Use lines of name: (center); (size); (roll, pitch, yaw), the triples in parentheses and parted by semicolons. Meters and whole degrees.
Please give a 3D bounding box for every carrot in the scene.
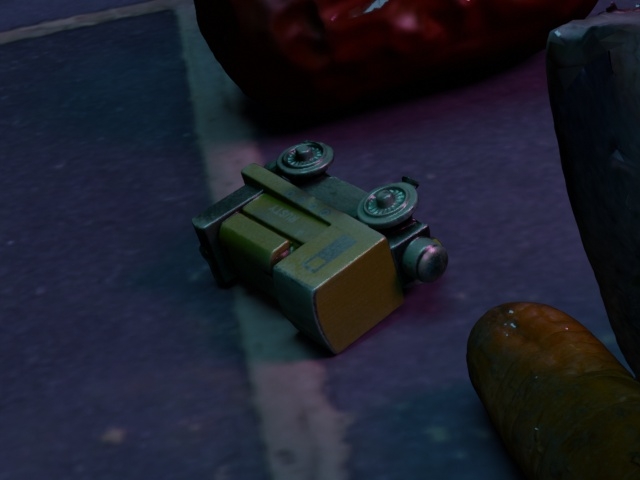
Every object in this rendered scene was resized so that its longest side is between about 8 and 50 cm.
carrot: (0.096, 0.075, 0.459); (0.060, 0.060, 0.186); (-19, 29, -14)

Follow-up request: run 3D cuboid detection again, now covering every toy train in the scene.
toy train: (0.000, 0.000, 0.621); (0.081, 0.050, 0.122); (-38, 38, -21)

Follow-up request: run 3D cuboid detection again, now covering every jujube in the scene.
jujube: (0.046, -0.154, 0.763); (0.230, 0.155, 0.155); (-25, 33, -11)

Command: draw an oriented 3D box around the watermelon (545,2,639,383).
watermelon: (0.228, 0.006, 0.376); (0.322, 0.175, 0.188); (-15, 15, -36)
